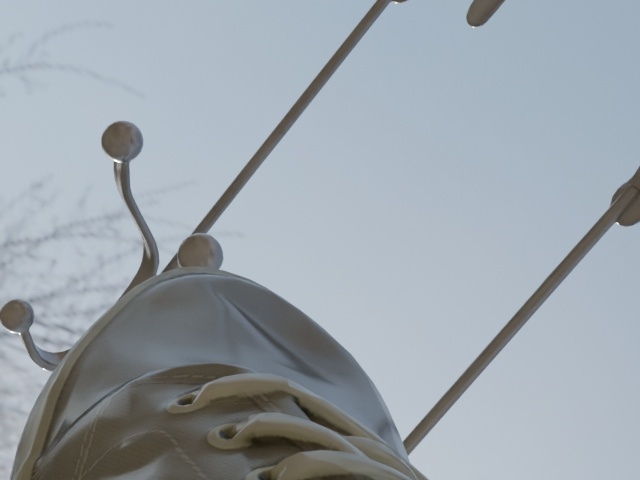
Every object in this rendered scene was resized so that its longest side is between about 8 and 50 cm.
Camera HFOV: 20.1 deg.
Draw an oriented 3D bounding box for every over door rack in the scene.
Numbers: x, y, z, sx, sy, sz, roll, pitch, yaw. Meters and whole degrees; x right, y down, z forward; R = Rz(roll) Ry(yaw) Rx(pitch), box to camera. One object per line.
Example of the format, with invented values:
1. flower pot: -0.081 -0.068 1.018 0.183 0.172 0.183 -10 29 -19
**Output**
1. over door rack: 0.000 0.000 0.857 0.324 0.108 0.239 -42 -137 4

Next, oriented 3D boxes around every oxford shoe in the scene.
1. oxford shoe: -0.001 0.108 0.470 0.130 0.169 0.449 -56 -168 18
